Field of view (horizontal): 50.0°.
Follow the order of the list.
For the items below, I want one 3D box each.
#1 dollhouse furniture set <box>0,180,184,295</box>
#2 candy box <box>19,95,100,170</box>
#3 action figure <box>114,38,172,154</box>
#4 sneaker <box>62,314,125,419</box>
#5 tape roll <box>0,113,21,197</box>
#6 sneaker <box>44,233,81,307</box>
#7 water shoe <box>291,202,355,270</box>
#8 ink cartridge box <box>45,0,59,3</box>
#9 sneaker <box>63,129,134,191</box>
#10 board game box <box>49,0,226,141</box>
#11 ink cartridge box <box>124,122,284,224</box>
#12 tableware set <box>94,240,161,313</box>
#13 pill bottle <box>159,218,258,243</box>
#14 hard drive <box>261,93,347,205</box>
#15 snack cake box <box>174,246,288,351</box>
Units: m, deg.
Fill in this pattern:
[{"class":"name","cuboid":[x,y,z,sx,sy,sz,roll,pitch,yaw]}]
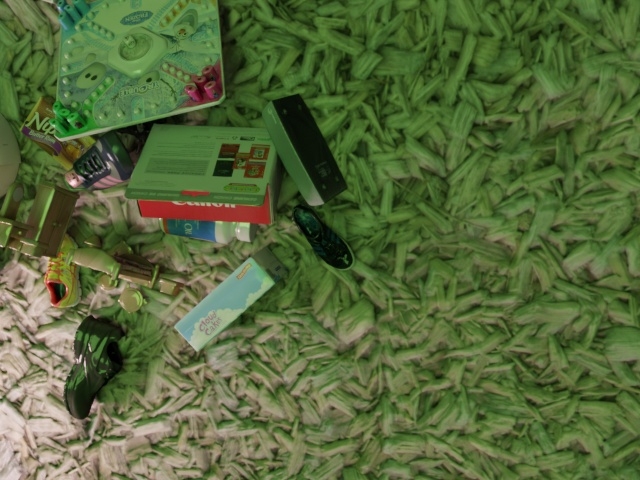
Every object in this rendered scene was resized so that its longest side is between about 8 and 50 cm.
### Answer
[{"class":"dollhouse furniture set","cuboid":[-0.521,-0.010,1.620,0.355,0.303,0.174,15,85,14]},{"class":"candy box","cuboid":[-0.648,-0.263,1.728,0.186,0.053,0.109,39,104,0]},{"class":"action figure","cuboid":[-0.436,-0.344,1.636,0.164,0.141,0.276,-3,97,1]},{"class":"sneaker","cuboid":[-0.591,0.345,1.803,0.130,0.109,0.286,14,104,0]},{"class":"tape roll","cuboid":[-0.924,-0.222,1.757,0.286,0.100,0.286,1,99,9]},{"class":"sneaker","cuboid":[-0.671,0.077,1.770,0.081,0.094,0.209,-6,97,12]},{"class":"water shoe","cuboid":[0.000,0.000,1.653,0.073,0.080,0.203,-44,91,14]},{"class":"ink cartridge box","cuboid":[-0.716,-0.697,1.663,0.232,0.066,0.189,19,103,1]},{"class":"sneaker","cuboid":[-0.516,-0.163,1.584,0.131,0.319,0.112,-30,95,-23]},{"class":"board game box","cuboid":[-0.416,-0.433,1.539,0.390,0.050,0.390,-12,63,7]},{"class":"ink cartridge box","cuboid":[-0.253,-0.132,1.553,0.309,0.272,0.130,3,135,5]},{"class":"tableware set","cuboid":[-0.502,0.096,1.783,0.168,0.020,0.141,39,98,4]},{"class":"pill bottle","cuboid":[-0.266,-0.060,1.665,0.221,0.124,0.124,9,101,8]},{"class":"hard drive","cuboid":[-0.037,-0.207,1.582,0.054,0.172,0.255,-25,97,28]},{"class":"snack cake box","cuboid":[-0.214,0.140,1.676,0.264,0.152,0.089,-41,92,14]}]
